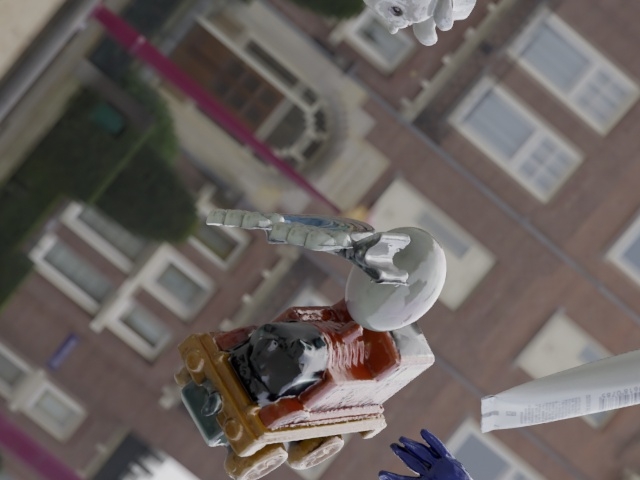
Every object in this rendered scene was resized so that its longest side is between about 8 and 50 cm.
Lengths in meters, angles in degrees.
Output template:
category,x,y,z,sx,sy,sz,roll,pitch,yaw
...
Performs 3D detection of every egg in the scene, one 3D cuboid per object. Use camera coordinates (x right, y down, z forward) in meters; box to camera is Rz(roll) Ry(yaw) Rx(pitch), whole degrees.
category,x,y,z,sx,sy,sz,roll,pitch,yaw
egg,0.087,0.046,2.002,0.135,0.103,0.103,-49,-172,-7

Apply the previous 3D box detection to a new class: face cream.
category,x,y,z,sx,sy,sz,roll,pitch,yaw
face cream,0.291,0.160,1.862,0.244,0.058,0.092,-14,150,-2

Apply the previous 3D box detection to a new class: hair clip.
category,x,y,z,sx,sy,sz,roll,pitch,yaw
hair clip,0.000,0.000,1.759,0.220,0.140,0.054,15,-76,46

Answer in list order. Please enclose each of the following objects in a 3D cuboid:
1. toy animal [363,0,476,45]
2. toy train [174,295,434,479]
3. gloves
category,x,y,z,sx,sy,sz,roll,pitch,yaw
toy animal,0.067,-0.288,1.934,0.104,0.221,0.130,-167,-102,-69
toy train,-0.013,0.164,2.117,0.232,0.163,0.369,-41,159,23
gloves,0.092,0.205,1.490,0.064,0.086,0.026,-49,167,6
